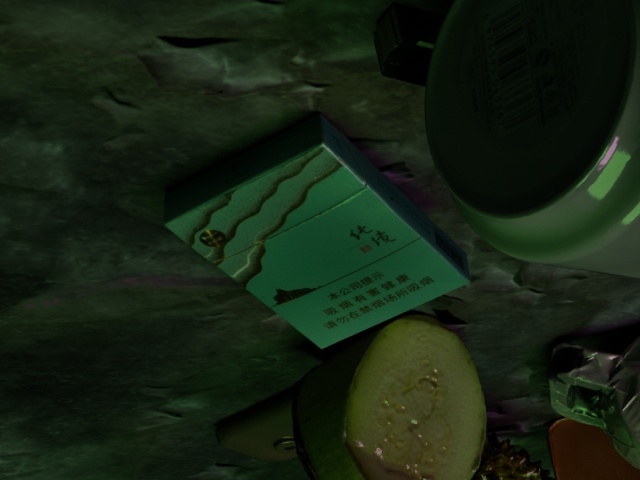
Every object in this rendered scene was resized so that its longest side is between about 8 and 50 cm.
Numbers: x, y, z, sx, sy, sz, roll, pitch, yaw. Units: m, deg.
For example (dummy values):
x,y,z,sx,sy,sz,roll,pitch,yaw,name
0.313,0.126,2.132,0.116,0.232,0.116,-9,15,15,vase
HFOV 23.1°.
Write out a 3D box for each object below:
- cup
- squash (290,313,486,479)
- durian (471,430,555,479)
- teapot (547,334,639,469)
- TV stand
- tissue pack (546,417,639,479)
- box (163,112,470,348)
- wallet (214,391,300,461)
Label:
x,y,z,sx,sy,sz,roll,pitch,yaw,name
0.275,-0.118,1.093,0.326,0.237,0.323,12,115,-36,cup
0.082,0.200,1.591,0.133,0.220,0.220,-29,148,35,squash
0.146,0.337,1.841,0.293,0.258,0.258,28,135,-33,durian
0.364,0.194,1.748,0.221,0.163,0.178,-9,159,-6,teapot
0.144,-0.128,1.196,0.249,0.036,0.042,10,144,-36,TV stand
0.400,0.339,1.991,0.145,0.194,0.274,-20,150,15,tissue pack
0.000,0.000,1.324,0.162,0.041,0.229,-26,136,23,box
-0.028,0.208,1.753,0.152,0.039,0.118,-30,145,29,wallet
